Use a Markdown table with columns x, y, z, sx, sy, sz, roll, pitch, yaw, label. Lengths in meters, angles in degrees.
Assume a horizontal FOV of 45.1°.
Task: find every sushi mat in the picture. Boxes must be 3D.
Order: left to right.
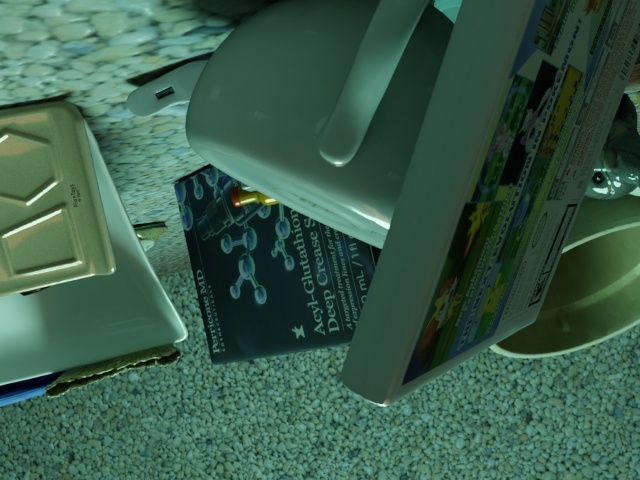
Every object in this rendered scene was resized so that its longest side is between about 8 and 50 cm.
| x | y | z | sx | sy | sz | roll | pitch | yaw | label |
| --- | --- | --- | --- | --- | --- | --- | --- | --- | --- |
| -0.262 | 0.158 | 0.992 | 0.151 | 0.019 | 0.316 | -13 | 178 | -14 | sushi mat |

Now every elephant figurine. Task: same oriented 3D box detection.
| x | y | z | sx | sy | sz | roll | pitch | yaw | label |
| --- | --- | --- | --- | --- | --- | --- | --- | --- | --- |
| 0.293 | -0.114 | 0.852 | 0.169 | 0.240 | 0.186 | -16 | 176 | 26 | elephant figurine |

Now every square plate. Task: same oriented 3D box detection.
| x | y | z | sx | sy | sz | roll | pitch | yaw | label |
| --- | --- | --- | --- | --- | --- | --- | --- | --- | --- |
| -0.360 | 0.029 | 0.842 | 0.347 | 0.049 | 0.344 | -14 | 133 | 1 | square plate |

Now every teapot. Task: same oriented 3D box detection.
| x | y | z | sx | sy | sz | roll | pitch | yaw | label |
| --- | --- | --- | --- | --- | --- | --- | --- | --- | --- |
| 0.035 | -0.107 | 0.570 | 0.256 | 0.187 | 0.252 | 23 | 177 | 45 | teapot |

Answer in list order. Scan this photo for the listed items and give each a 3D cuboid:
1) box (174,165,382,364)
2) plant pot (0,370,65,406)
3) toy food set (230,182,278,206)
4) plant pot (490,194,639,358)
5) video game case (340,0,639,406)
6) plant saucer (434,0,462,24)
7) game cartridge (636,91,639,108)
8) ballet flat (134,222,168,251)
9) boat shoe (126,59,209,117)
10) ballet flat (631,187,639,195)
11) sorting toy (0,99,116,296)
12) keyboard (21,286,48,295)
| x | y | z | sx | sy | sz | roll | pitch | yaw | label |
| --- | --- | --- | --- | --- | --- | --- | --- | --- | --- |
| 0.000 | 0.000 | 1.116 | 0.211 | 0.294 | 0.395 | -9 | 174 | -42 | box |
| -0.420 | 0.082 | 1.119 | 0.236 | 0.212 | 0.236 | -46 | 159 | 31 | plant pot |
| -0.076 | -0.093 | 0.834 | 0.104 | 0.111 | 0.232 | -14 | 179 | 7 | toy food set |
| 0.349 | -0.038 | 1.176 | 0.333 | 0.306 | 0.334 | -12 | 144 | -9 | plant pot |
| 0.139 | -0.080 | 0.485 | 0.036 | 0.329 | 0.300 | 24 | -165 | 26 | video game case |
| 0.126 | -0.161 | 0.678 | 0.021 | 0.119 | 0.119 | -46 | -164 | -34 | plant saucer |
| 0.770 | -0.292 | 1.421 | 0.323 | 0.053 | 0.285 | -13 | 177 | 29 | game cartridge |
| -0.394 | 0.009 | 1.551 | 0.206 | 0.067 | 0.073 | -11 | 174 | -41 | ballet flat |
| -0.123 | -0.137 | 0.685 | 0.100 | 0.035 | 0.035 | -18 | -158 | 16 | boat shoe |
| 0.492 | -0.147 | 0.794 | 0.139 | 0.139 | 0.400 | -9 | 149 | -46 | ballet flat |
| -0.311 | -0.030 | 0.717 | 0.208 | 0.193 | 0.038 | -11 | -144 | -12 | sorting toy |
| -0.343 | 0.003 | 0.761 | 0.100 | 0.038 | 0.192 | -28 | 131 | 14 | keyboard |
